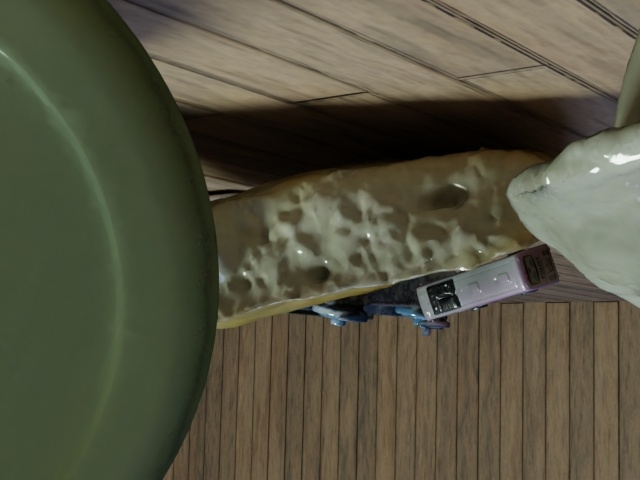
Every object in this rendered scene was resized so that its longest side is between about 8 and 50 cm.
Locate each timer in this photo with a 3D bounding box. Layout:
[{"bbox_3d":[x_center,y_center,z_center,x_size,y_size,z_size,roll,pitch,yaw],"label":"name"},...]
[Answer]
[{"bbox_3d":[-0.198,-0.018,0.503,0.291,0.290,0.315,3,-166,-9],"label":"timer"}]

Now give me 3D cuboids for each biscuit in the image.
[{"bbox_3d":[0.000,-0.001,0.906,0.429,0.104,0.446,-15,178,19],"label":"biscuit"}]

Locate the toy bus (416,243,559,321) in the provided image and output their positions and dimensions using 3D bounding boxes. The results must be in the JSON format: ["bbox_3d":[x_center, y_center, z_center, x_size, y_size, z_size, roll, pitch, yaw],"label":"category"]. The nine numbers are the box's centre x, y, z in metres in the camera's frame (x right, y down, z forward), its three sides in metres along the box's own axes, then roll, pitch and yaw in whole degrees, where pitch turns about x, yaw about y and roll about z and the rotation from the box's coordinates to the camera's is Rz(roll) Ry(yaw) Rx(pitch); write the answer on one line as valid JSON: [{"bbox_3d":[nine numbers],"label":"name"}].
[{"bbox_3d":[0.132,0.036,0.908,0.052,0.037,0.131,-15,175,-38],"label":"toy bus"}]

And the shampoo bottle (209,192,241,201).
[{"bbox_3d":[-0.110,-0.026,1.172,0.099,0.043,0.072,-4,172,34],"label":"shampoo bottle"}]

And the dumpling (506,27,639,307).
[{"bbox_3d":[0.217,-0.064,0.435,0.175,0.243,0.227,39,156,8],"label":"dumpling"}]

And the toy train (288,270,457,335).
[{"bbox_3d":[0.040,0.045,1.449,0.202,0.131,0.300,5,177,43],"label":"toy train"}]
